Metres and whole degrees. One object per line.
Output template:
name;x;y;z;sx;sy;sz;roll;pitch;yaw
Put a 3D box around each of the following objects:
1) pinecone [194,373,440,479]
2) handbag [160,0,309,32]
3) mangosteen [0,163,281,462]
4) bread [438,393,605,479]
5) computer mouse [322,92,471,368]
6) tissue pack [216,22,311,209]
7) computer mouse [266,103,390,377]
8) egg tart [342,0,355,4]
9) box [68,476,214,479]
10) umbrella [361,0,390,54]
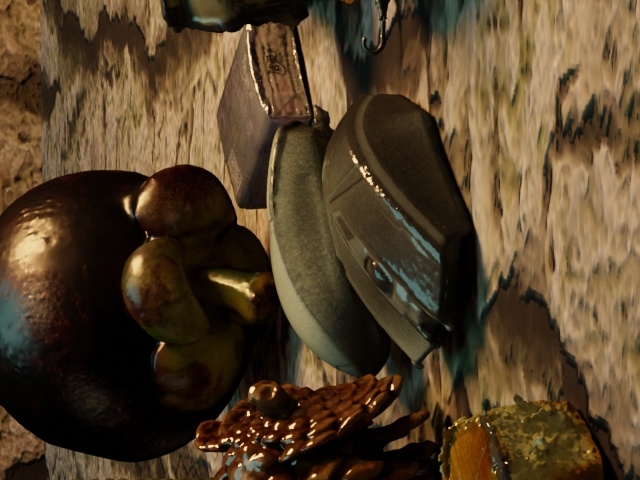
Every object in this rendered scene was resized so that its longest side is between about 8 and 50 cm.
pinecone;0.001;0.200;1.342;0.185;0.169;0.212;-171;79;-72
handbag;-0.085;-0.361;1.582;0.325;0.163;0.327;-102;8;-72
mangosteen;-0.194;0.054;1.838;0.297;0.297;0.313;-109;34;-47
bread;0.116;0.155;1.105;0.140;0.069;0.127;132;135;-73
computer mouse;0.044;-0.012;1.343;0.126;0.071;0.231;103;158;-44
tissue pack;-0.053;-0.114;1.730;0.156;0.051;0.112;113;148;-57
computer mouse;-0.005;0.003;1.454;0.113;0.068;0.229;43;-148;-60
egg tart;-0.008;-0.277;1.308;0.215;0.171;0.215;-170;90;-73
box;-0.128;0.287;1.660;0.178;0.274;0.138;-118;31;-71
umbrella;0.049;-0.210;1.410;0.022;0.022;0.148;3;-86;-69
